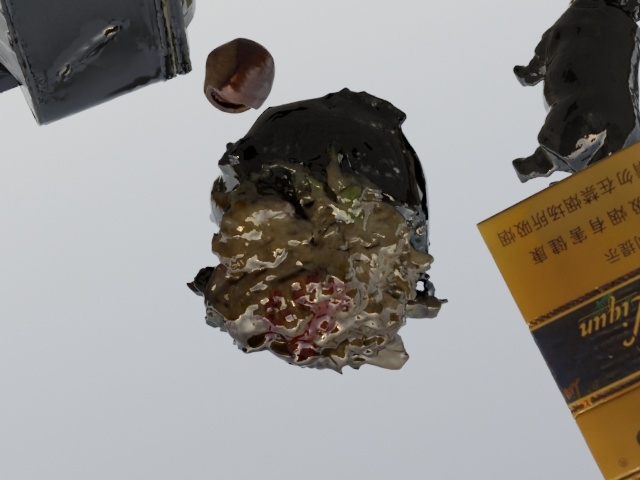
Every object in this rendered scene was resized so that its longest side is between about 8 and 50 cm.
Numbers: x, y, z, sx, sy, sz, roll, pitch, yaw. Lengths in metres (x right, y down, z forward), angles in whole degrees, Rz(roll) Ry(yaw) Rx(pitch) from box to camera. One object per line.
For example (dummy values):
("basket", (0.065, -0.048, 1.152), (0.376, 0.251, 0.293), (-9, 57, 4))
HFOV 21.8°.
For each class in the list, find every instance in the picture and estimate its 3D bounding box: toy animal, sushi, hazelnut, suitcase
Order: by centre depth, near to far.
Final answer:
("suitcase", (-0.219, -0.303, 1.241), (0.194, 0.434, 0.283), (-21, -121, -13))
("sushi", (0.000, 0.003, 1.533), (0.238, 0.225, 0.219), (4, -147, 7))
("hazelnut", (-0.088, -0.179, 1.817), (0.086, 0.086, 0.086), (-20, -159, 8))
("toy animal", (0.298, -0.208, 1.821), (0.168, 0.106, 0.343), (-15, -126, 51))

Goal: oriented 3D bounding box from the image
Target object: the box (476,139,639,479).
("box", (0.241, 0.056, 1.264), (0.152, 0.237, 0.070), (-27, 174, 15))
